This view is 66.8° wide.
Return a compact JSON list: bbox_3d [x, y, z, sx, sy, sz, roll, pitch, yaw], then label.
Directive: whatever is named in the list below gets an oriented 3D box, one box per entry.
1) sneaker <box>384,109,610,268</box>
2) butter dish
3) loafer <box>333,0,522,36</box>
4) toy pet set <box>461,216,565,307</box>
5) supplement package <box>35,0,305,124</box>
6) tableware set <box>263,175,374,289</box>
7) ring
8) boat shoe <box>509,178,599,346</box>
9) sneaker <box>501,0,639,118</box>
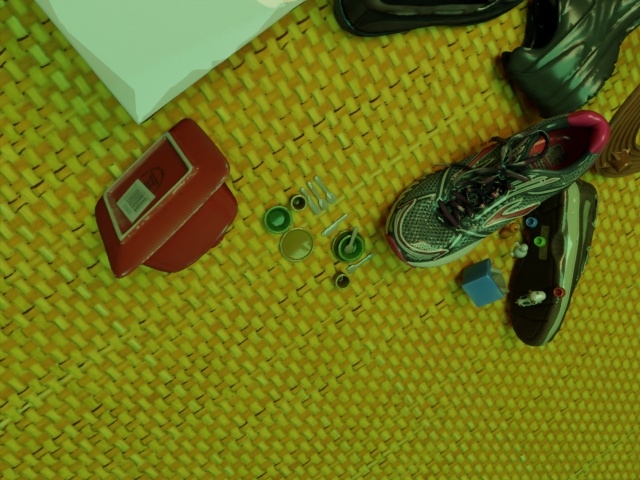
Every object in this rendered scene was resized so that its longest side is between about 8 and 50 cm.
[{"bbox_3d":[0.213,-0.073,0.613,0.299,0.112,0.121,-33,81,-1],"label":"sneaker"},{"bbox_3d":[-0.153,-0.031,0.543,0.160,0.160,0.118,-43,136,0],"label":"butter dish"},{"bbox_3d":[0.168,-0.304,0.559,0.302,0.095,0.109,-20,111,-9],"label":"loafer"},{"bbox_3d":[0.261,0.038,0.686,0.114,0.122,0.065,-31,151,36],"label":"toy pet set"},{"bbox_3d":[-0.158,-0.252,0.456,0.194,0.149,0.203,-37,112,-2],"label":"supplement package"},{"bbox_3d":[0.000,0.000,0.645,0.104,0.024,0.154,-37,113,-2],"label":"tableware set"},{"bbox_3d":[0.508,-0.191,0.612,0.336,0.032,0.337,-20,152,-11],"label":"ring"},{"bbox_3d":[0.358,0.035,0.718,0.095,0.095,0.258,0,106,-22],"label":"boat shoe"},{"bbox_3d":[0.344,-0.301,0.610,0.130,0.109,0.286,34,91,-12],"label":"sneaker"}]
